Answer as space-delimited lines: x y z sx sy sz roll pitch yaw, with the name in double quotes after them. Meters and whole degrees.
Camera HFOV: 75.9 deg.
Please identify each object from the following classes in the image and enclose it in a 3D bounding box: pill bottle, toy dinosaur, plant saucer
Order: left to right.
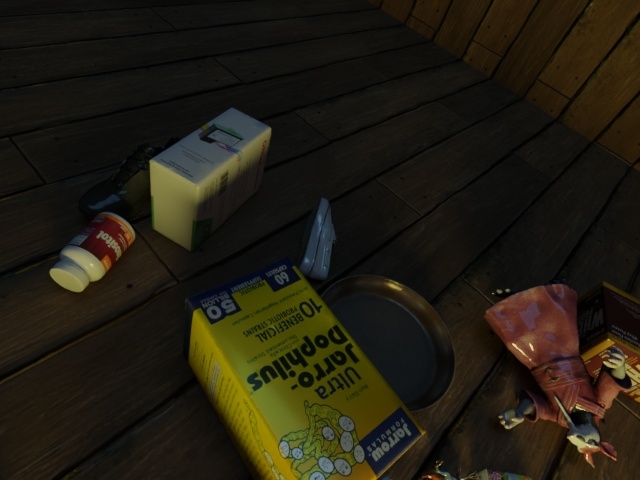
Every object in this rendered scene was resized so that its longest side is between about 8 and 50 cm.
-0.436 0.022 0.790 0.086 0.086 0.152 22 47 0 "pill bottle"
0.128 0.208 0.853 0.311 0.050 0.310 12 46 -13 "plant saucer"
0.233 0.425 0.724 0.090 0.047 0.082 -34 73 -3 "toy dinosaur"

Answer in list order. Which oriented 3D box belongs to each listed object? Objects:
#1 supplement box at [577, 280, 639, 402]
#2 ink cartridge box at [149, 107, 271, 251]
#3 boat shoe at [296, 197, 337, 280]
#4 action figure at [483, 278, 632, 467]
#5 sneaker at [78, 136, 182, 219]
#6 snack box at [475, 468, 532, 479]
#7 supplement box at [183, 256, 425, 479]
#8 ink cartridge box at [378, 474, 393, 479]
0.728 0.241 0.991 0.191 0.129 0.194 29 46 6 "supplement box"
-0.242 -0.144 0.928 0.117 0.201 0.278 30 46 6 "ink cartridge box"
0.000 0.000 0.986 0.076 0.083 0.226 25 56 -14 "boat shoe"
0.497 0.280 0.883 0.276 0.248 0.369 32 40 -56 "action figure"
-0.412 -0.149 0.922 0.109 0.130 0.286 35 48 9 "sneaker"
0.326 0.474 0.694 0.100 0.037 0.141 18 46 -15 "snack box"
-0.050 0.238 0.663 0.194 0.195 0.356 -24 62 -35 "supplement box"
0.099 0.448 0.572 0.206 0.045 0.208 -14 13 -35 "ink cartridge box"
